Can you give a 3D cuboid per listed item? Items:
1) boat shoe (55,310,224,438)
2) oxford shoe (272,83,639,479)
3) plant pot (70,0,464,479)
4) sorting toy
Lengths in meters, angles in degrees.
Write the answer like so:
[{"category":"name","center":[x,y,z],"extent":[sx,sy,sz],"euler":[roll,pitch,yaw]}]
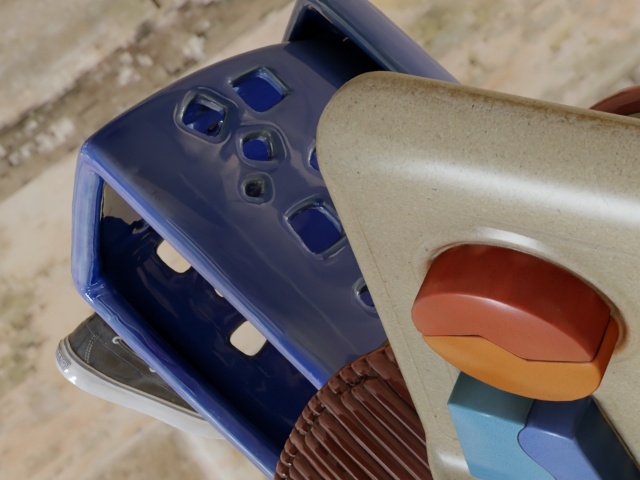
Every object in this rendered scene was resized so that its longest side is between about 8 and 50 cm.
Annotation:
[{"category":"boat shoe","center":[-0.129,0.112,1.353],"extent":[0.228,0.080,0.076],"euler":[26,111,-38]},{"category":"oxford shoe","center":[0.098,0.059,0.683],"extent":[0.348,0.123,0.130],"euler":[-49,169,36]},{"category":"plant pot","center":[0.000,0.000,0.935],"extent":[0.212,0.236,0.236],"euler":[-45,173,-22]},{"category":"sorting toy","center":[0.154,0.063,0.460],"extent":[0.041,0.307,0.229],"euler":[-61,152,-29]}]
